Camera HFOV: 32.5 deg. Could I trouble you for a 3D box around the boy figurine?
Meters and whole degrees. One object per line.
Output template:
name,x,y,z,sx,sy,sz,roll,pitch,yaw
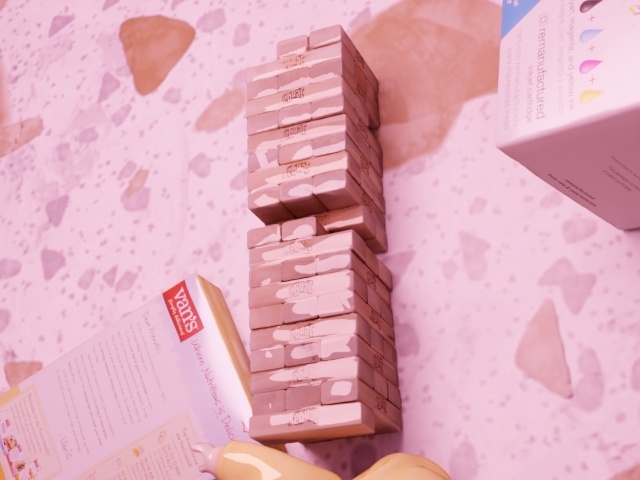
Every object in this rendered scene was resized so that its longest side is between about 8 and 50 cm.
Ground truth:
boy figurine,-0.033,0.216,0.783,0.285,0.092,0.177,-24,94,13

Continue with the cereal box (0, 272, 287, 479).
cereal box,-0.162,0.159,0.909,0.240,0.047,0.173,-31,59,10

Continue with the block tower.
block tower,0.000,0.000,0.876,0.091,0.097,0.335,-12,62,21

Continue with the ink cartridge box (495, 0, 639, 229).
ink cartridge box,0.260,-0.130,0.722,0.233,0.168,0.171,-14,60,42
